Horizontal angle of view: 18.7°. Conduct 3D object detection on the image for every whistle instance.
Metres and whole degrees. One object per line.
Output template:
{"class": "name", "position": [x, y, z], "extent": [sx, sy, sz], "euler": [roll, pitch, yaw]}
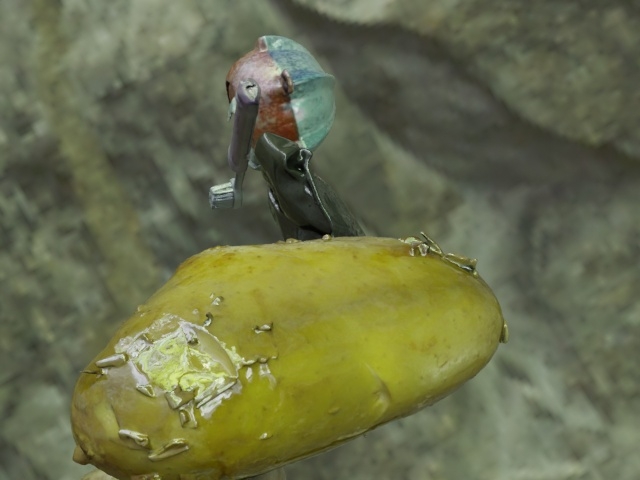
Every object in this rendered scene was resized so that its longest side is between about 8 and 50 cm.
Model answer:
{"class": "whistle", "position": [-0.055, -0.150, 2.360], "extent": [0.142, 0.134, 0.346], "euler": [47, -13, 3]}

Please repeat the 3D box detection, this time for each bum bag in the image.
{"class": "bum bag", "position": [0.000, 0.000, 2.023], "extent": [0.142, 0.079, 0.326], "euler": [52, -4, 25]}

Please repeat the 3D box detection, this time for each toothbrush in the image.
{"class": "toothbrush", "position": [-0.074, -0.073, 1.636], "extent": [0.354, 0.029, 0.024], "euler": [113, -37, -76]}

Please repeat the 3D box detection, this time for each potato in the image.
{"class": "potato", "position": [-0.026, 0.072, 1.255], "extent": [0.173, 0.300, 0.140], "euler": [31, -49, 52]}

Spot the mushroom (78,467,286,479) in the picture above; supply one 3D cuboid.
{"class": "mushroom", "position": [-0.109, 0.189, 1.439], "extent": [0.166, 0.166, 0.127], "euler": [120, -43, -72]}
